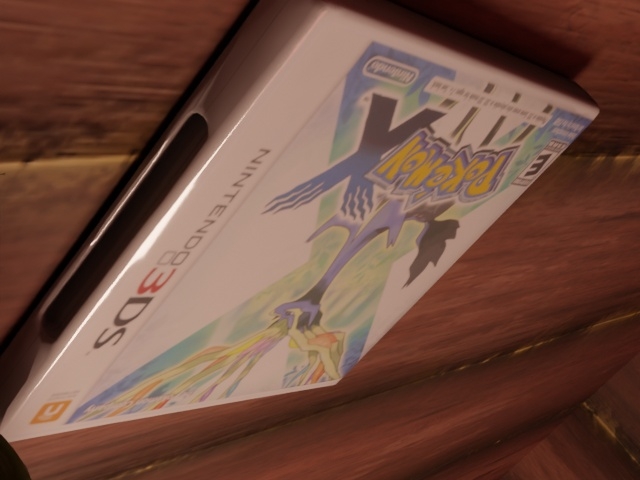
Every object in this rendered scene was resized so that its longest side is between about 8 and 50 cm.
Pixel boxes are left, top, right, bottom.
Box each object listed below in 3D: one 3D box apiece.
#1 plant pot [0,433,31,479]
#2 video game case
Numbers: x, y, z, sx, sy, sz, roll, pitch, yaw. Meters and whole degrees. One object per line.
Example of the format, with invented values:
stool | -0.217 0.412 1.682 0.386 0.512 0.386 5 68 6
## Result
plant pot | -0.234 0.220 0.435 0.274 0.275 0.294 -6 125 -49
video game case | 0.000 0.000 0.582 0.300 0.036 0.329 -49 154 24
